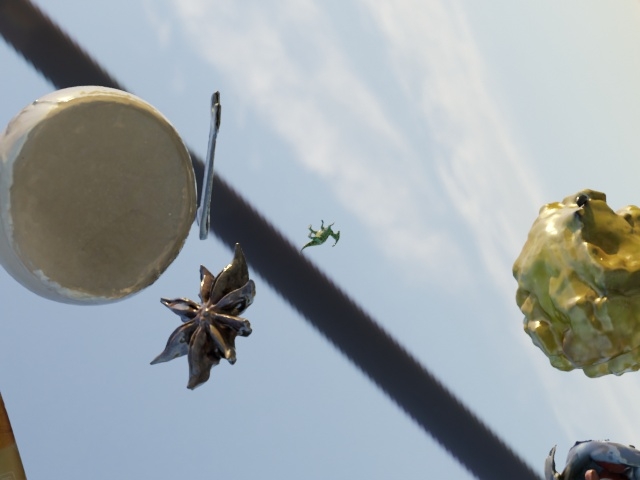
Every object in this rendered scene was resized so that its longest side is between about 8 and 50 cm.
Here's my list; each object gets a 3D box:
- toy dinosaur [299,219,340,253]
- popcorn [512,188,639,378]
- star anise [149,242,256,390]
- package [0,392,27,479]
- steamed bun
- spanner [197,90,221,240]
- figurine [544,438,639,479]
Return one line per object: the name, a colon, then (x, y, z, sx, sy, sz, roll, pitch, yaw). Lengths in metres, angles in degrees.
toy dinosaur: (0.000, 0.000, 2.409, 0.062, 0.083, 0.021, 35, 170, -31)
popcorn: (0.400, 0.060, 1.985, 0.215, 0.252, 0.286, 61, -174, -54)
star anise: (-0.154, 0.111, 1.890, 0.061, 0.180, 0.204, 40, -136, -48)
package: (-0.418, 0.276, 1.403, 0.165, 0.221, 0.311, -15, -91, -57)
steamed bun: (-0.304, -0.059, 1.777, 0.283, 0.283, 0.177, 61, 162, -19)
spanner: (-0.168, -0.107, 2.096, 0.302, 0.017, 0.071, 102, 164, -49)
figurine: (0.352, 0.487, 2.018, 0.388, 0.248, 0.276, -60, -41, -32)
